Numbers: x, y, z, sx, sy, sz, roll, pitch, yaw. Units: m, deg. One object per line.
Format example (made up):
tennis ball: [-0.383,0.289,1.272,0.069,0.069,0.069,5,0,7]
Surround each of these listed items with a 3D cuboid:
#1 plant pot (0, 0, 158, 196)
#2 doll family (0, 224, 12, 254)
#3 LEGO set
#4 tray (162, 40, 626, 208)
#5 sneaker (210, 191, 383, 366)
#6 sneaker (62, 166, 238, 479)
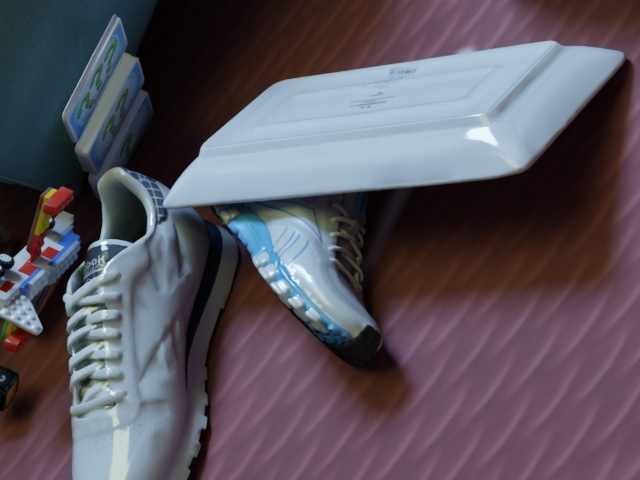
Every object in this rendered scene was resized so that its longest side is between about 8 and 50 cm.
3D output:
plant pot: [-0.240,-0.221,1.334,0.341,0.341,0.334,16,88,48]
doll family: [-0.311,0.043,1.396,0.193,0.076,0.111,-14,53,41]
LEGO set: [-0.160,-0.005,1.258,0.060,0.182,0.244,24,76,7]
tray: [0.037,-0.074,1.155,0.270,0.030,0.145,-4,27,39]
sneaker: [0.000,0.000,1.148,0.083,0.071,0.190,-39,39,1]
sneaker: [-0.122,0.068,1.180,0.090,0.095,0.235,-17,49,30]
